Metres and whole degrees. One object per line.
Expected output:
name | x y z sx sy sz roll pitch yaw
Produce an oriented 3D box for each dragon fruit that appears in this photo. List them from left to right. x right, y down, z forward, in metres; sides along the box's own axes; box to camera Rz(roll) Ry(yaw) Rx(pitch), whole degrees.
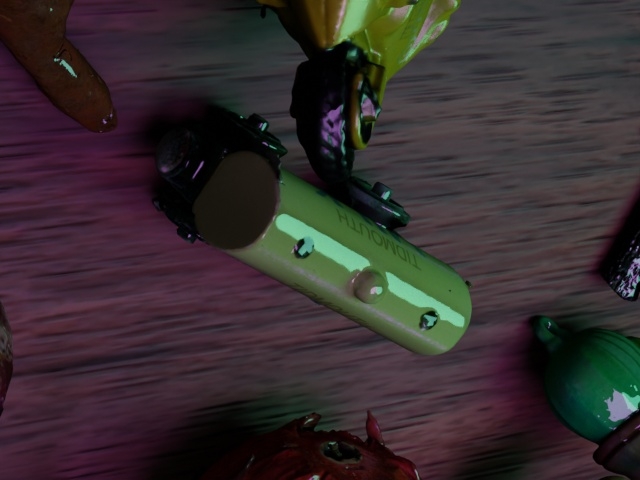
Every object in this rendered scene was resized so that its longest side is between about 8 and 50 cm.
dragon fruit | -0.014 0.262 1.438 0.241 0.241 0.252 -21 117 -23

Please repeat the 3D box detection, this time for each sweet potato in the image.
sweet potato | -0.181 -0.154 1.181 0.075 0.075 0.269 -34 134 -13

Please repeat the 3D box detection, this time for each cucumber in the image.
cucumber | 0.288 -0.025 1.598 0.043 0.039 0.163 7 116 -59

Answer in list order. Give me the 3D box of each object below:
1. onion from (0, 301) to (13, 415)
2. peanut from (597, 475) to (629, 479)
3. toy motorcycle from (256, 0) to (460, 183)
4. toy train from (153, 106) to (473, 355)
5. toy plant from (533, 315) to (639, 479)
onion | -0.303 0.063 1.195 0.218 0.139 0.195 -25 139 28
peanut | 0.155 0.301 1.598 0.298 0.136 0.120 -40 172 16
toy motorcycle | 0.017 -0.220 1.217 0.142 0.206 0.342 -2 111 2
toy train | 0.000 0.000 1.336 0.253 0.157 0.105 30 98 -41
toy plant | 0.257 0.131 1.607 0.105 0.200 0.143 -43 175 31
